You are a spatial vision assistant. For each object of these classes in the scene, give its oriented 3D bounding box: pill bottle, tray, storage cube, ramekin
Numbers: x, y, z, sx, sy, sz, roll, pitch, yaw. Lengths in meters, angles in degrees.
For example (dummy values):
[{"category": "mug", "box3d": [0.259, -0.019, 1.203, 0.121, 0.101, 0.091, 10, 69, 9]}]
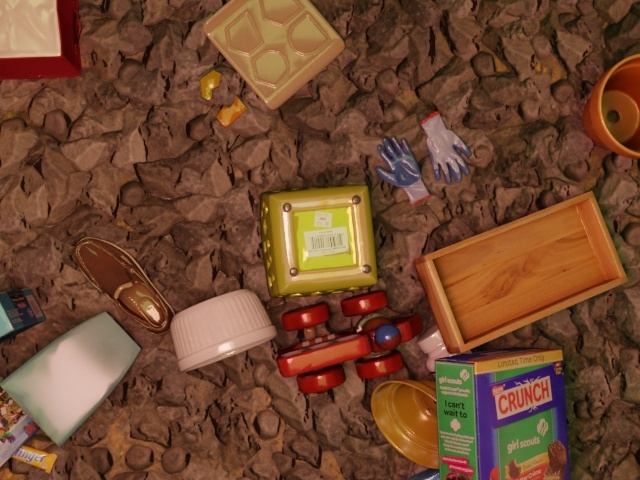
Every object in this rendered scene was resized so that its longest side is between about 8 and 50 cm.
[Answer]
[{"category": "pill bottle", "box3d": [0.287, 0.263, 1.844, 0.108, 0.108, 0.193, -37, 92, -4]}, {"category": "tray", "box3d": [0.410, 0.062, 1.823, 0.410, 0.076, 0.203, -20, 87, -17]}, {"category": "storage cube", "box3d": [-0.583, -0.422, 1.736, 0.214, 0.193, 0.184, -2, 90, -6]}, {"category": "ramekin", "box3d": [-0.197, 0.174, 1.763, 0.207, 0.207, 0.109, -20, 82, -4]}]

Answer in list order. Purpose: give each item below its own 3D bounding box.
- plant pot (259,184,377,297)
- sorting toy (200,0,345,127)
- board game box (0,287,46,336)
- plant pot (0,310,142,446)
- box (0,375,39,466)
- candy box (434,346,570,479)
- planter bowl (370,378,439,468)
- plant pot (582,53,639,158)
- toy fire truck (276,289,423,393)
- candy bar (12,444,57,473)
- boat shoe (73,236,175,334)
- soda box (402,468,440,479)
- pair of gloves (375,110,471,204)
[{"category": "plant pot", "box3d": [0.000, 0.000, 1.774, 0.228, 0.207, 0.227, -5, 90, -6]}, {"category": "sorting toy", "box3d": [-0.132, -0.390, 1.852, 0.307, 0.041, 0.229, -41, 97, -3]}, {"category": "board game box", "box3d": [-0.717, 0.203, 1.692, 0.336, 0.254, 0.079, -27, 91, -4]}, {"category": "plant pot", "box3d": [-0.476, 0.255, 1.763, 0.234, 0.165, 0.166, -44, 93, -11]}, {"category": "box", "box3d": [-0.680, 0.386, 1.750, 0.159, 0.044, 0.233, 44, 60, -4]}, {"category": "candy box", "box3d": [0.352, 0.373, 1.711, 0.268, 0.122, 0.317, -2, 87, -39]}, {"category": "planter bowl", "box3d": [0.216, 0.353, 1.824, 0.090, 0.217, 0.217, -37, 93, -40]}, {"category": "plant pot", "box3d": [0.634, -0.264, 1.834, 0.205, 0.188, 0.205, 0, 89, -5]}, {"category": "toy fire truck", "box3d": [0.058, 0.204, 1.751, 0.302, 0.254, 0.169, -13, 91, -6]}, {"category": "candy bar", "box3d": [-0.620, 0.430, 1.817, 0.161, 0.018, 0.040, 20, 88, -5]}, {"category": "boat shoe", "box3d": [-0.393, 0.087, 1.797, 0.257, 0.095, 0.095, 41, 87, -3]}, {"category": "soda box", "box3d": [0.163, 0.543, 1.841, 0.210, 0.071, 0.067, -24, 88, 1]}, {"category": "pair of gloves", "box3d": [0.215, -0.170, 1.884, 0.198, 0.023, 0.159, -29, 90, -5]}]
